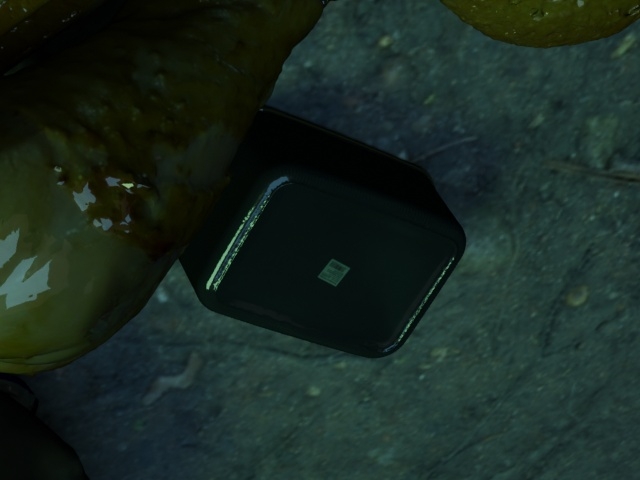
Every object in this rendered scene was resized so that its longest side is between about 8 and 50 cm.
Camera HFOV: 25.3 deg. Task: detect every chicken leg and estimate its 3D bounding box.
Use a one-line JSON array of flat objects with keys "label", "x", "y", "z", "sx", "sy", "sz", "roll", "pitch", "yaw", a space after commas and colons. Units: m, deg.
[{"label": "chicken leg", "x": -0.114, "y": -0.075, "z": 0.944, "sx": 0.409, "sy": 0.182, "sz": 0.295, "roll": -52, "pitch": 167, "yaw": -16}]

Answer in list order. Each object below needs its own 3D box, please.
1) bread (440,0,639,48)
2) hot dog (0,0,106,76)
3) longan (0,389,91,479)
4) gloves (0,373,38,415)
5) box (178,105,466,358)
[{"label": "bread", "x": 0.158, "y": -0.243, "z": 0.949, "sx": 0.240, "sy": 0.139, "sz": 0.240, "roll": -10, "pitch": 126, "yaw": -15}, {"label": "hot dog", "x": -0.229, "y": -0.136, "z": 0.897, "sx": 0.250, "sy": 0.076, "sz": 0.104, "roll": -39, "pitch": 171, "yaw": -2}, {"label": "longan", "x": -0.284, "y": 0.248, "z": 1.022, "sx": 0.288, "sy": 0.288, "sz": 0.350, "roll": -22, "pitch": 126, "yaw": -6}, {"label": "gloves", "x": -0.261, "y": 0.121, "z": 1.102, "sx": 0.086, "sy": 0.026, "sz": 0.064, "roll": 8, "pitch": 125, "yaw": -13}, {"label": "box", "x": 0.000, "y": 0.000, "z": 1.084, "sx": 0.201, "sy": 0.090, "sz": 0.144, "roll": 21, "pitch": 112, "yaw": -31}]
